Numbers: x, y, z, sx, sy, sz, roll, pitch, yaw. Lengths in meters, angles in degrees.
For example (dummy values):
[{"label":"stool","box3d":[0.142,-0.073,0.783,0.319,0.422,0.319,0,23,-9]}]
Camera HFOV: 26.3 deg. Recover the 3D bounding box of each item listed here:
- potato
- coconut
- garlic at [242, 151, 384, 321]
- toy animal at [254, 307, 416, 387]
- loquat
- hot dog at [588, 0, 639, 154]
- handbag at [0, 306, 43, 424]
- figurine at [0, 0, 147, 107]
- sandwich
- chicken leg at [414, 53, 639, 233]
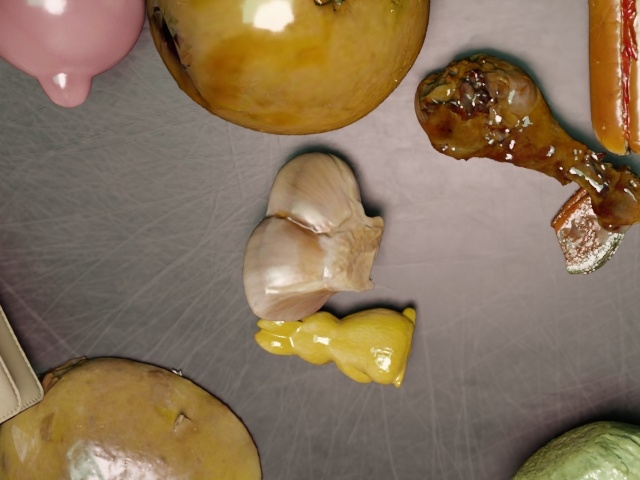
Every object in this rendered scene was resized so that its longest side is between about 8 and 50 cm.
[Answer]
[{"label":"potato","box3d":[-0.213,0.248,1.444,0.299,0.116,0.239,17,101,1]},{"label":"coconut","box3d":[0.289,0.304,1.346,0.236,0.236,0.204,51,139,-7]},{"label":"garlic","box3d":[-0.012,-0.002,1.356,0.124,0.099,0.174,17,77,-25]},{"label":"toy animal","box3d":[0.014,0.097,1.396,0.159,0.070,0.083,10,88,4]},{"label":"loquat","box3d":[-0.027,-0.225,1.243,0.263,0.263,0.263,2,104,7]},{"label":"hot dog","box3d":[0.297,-0.195,1.292,0.092,0.062,0.235,-4,102,12]},{"label":"handbag","box3d":[-0.433,0.043,1.329,0.160,0.237,0.358,-25,91,15]},{"label":"figurine","box3d":[-0.246,-0.233,1.301,0.173,0.173,0.173,2,104,7]},{"label":"sandwich","box3d":[0.268,-0.012,1.358,0.069,0.026,0.101,31,106,-2]},{"label":"chicken leg","box3d":[0.206,-0.092,1.309,0.251,0.087,0.107,32,142,2]}]
